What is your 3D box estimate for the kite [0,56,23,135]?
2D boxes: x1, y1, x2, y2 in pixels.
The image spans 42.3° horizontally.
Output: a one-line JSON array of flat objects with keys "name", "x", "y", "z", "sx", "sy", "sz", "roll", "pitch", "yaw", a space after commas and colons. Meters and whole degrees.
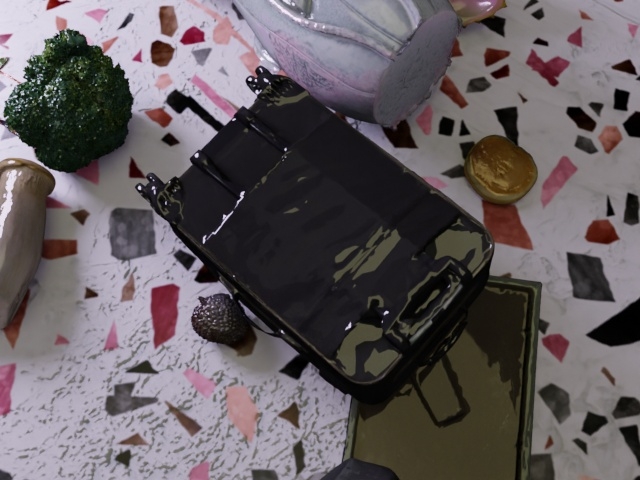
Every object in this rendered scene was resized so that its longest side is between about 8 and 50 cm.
[{"name": "kite", "x": -0.520, "y": -0.199, "z": 1.240, "sx": 0.244, "sy": 0.006, "sz": 0.198, "roll": 32, "pitch": 72, "yaw": 9}]

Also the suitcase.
[{"name": "suitcase", "x": 0.000, "y": 0.000, "z": 1.070, "sx": 0.434, "sy": 0.194, "sz": 0.283, "roll": 39, "pitch": 78, "yaw": 20}]

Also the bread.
[{"name": "bread", "x": 0.266, "y": -0.104, "z": 1.218, "sx": 0.110, "sy": 0.024, "sz": 0.110, "roll": 0, "pitch": 70, "yaw": -1}]

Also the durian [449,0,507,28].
[{"name": "durian", "x": 0.187, "y": -0.412, "z": 1.272, "sx": 0.182, "sy": 0.132, "sz": 0.165, "roll": -10, "pitch": 82, "yaw": -17}]

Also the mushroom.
[{"name": "mushroom", "x": -0.427, "y": 0.009, "z": 1.123, "sx": 0.096, "sy": 0.108, "sz": 0.247, "roll": 25, "pitch": 69, "yaw": -33}]

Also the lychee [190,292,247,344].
[{"name": "lychee", "x": -0.137, "y": 0.105, "z": 1.113, "sx": 0.083, "sy": 0.068, "sz": 0.067, "roll": 35, "pitch": 114, "yaw": 7}]

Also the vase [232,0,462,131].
[{"name": "vase", "x": -0.028, "y": -0.361, "z": 1.195, "sx": 0.445, "sy": 0.250, "sz": 0.250, "roll": 38, "pitch": 74, "yaw": 18}]

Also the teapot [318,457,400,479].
[{"name": "teapot", "x": 0.085, "y": 0.424, "z": 0.897, "sx": 0.344, "sy": 0.300, "sz": 0.253, "roll": 47, "pitch": 40, "yaw": 7}]

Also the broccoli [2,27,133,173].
[{"name": "broccoli", "x": -0.354, "y": -0.193, "z": 1.165, "sx": 0.156, "sy": 0.195, "sz": 0.195, "roll": 35, "pitch": 72, "yaw": 31}]

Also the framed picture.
[{"name": "framed picture", "x": 0.164, "y": 0.200, "z": 1.107, "sx": 0.247, "sy": 0.022, "sz": 0.335, "roll": 8, "pitch": 71, "yaw": 2}]
